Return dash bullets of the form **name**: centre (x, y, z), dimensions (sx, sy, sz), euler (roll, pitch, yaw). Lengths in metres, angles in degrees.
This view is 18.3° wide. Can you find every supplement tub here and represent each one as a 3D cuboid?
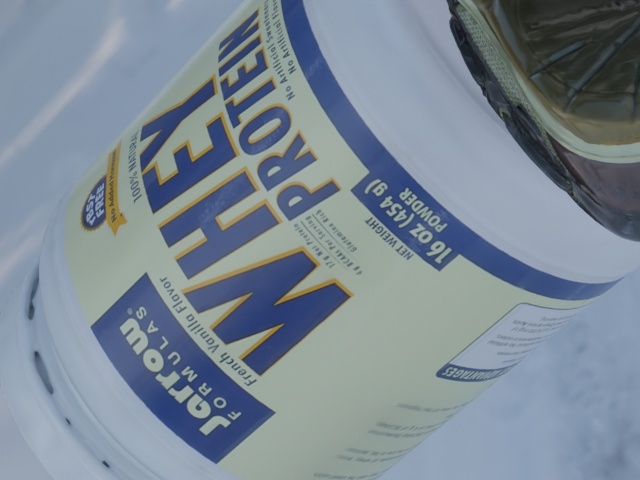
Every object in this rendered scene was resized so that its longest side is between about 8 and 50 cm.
- **supplement tub**: centre (0.000, 0.000, 1.045), dimensions (0.325, 0.235, 0.235), euler (-43, 25, 31)

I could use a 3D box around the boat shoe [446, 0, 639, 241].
- **boat shoe**: centre (0.084, -0.081, 0.745), dimensions (0.080, 0.073, 0.223), euler (-11, 37, -7)
